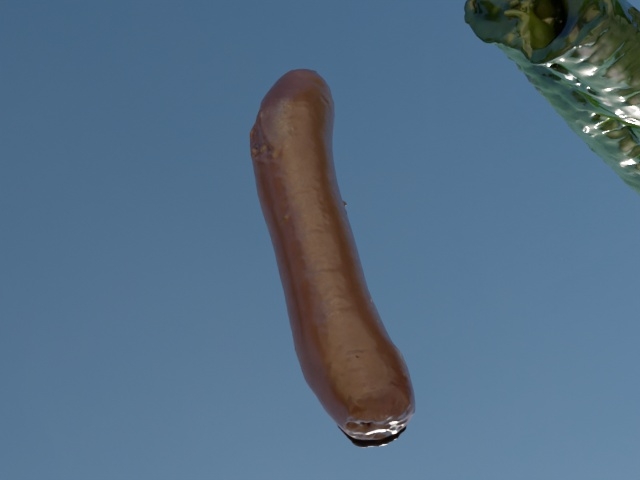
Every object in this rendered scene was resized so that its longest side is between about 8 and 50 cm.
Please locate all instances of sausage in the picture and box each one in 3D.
[{"bbox_3d":[0.000,0.000,0.533,0.043,0.043,0.186,-3,-127,-15],"label":"sausage"}]

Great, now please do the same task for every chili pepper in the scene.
[{"bbox_3d":[0.195,-0.005,0.591,0.359,0.085,0.076,40,-103,-34],"label":"chili pepper"}]
